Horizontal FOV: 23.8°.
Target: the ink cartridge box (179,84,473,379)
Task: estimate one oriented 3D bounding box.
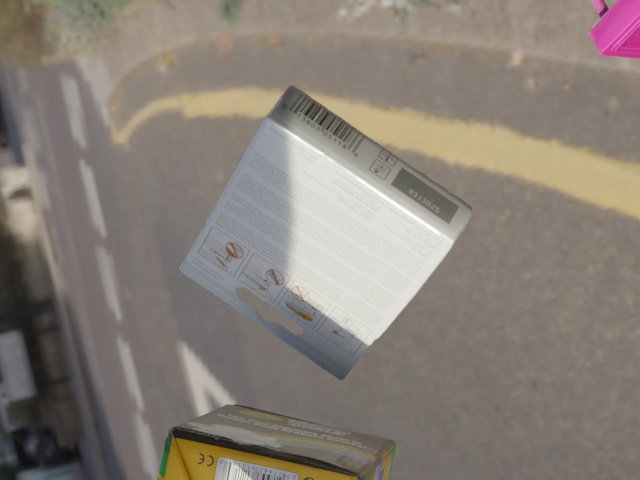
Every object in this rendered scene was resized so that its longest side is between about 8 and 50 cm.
[{"bbox_3d":[0.000,0.000,1.014,0.145,0.045,0.179,34,139,-1],"label":"ink cartridge box"}]

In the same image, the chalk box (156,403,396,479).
[{"bbox_3d":[-0.029,0.193,1.040,0.213,0.132,0.132,6,-85,-79],"label":"chalk box"}]

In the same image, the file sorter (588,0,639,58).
[{"bbox_3d":[0.295,-0.244,0.971,0.202,0.290,0.182,-47,57,40],"label":"file sorter"}]
